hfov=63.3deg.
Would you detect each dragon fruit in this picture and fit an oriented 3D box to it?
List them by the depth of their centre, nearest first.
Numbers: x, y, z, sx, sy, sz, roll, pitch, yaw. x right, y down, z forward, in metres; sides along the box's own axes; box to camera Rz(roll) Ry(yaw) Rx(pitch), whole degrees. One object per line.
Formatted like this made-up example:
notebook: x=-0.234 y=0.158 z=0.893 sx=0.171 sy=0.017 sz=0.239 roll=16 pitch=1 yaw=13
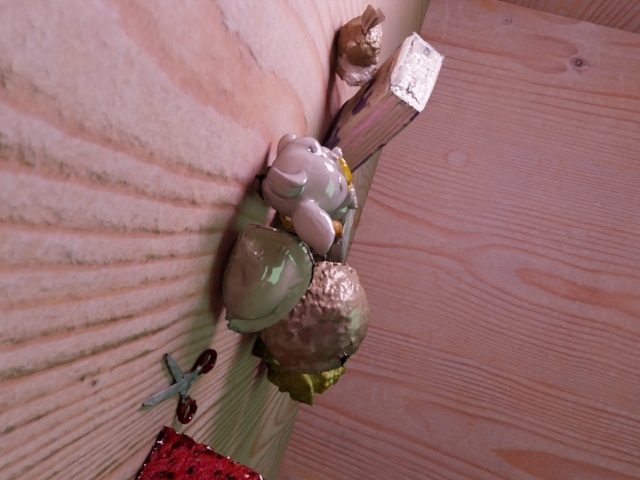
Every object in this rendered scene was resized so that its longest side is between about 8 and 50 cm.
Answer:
dragon fruit: x=-0.178 y=0.434 z=0.854 sx=0.302 sy=0.330 sz=0.240 roll=-41 pitch=126 yaw=-70

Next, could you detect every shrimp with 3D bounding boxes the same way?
shrimp: x=0.000 y=0.000 z=1.236 sx=0.150 sy=0.068 sz=0.249 roll=-34 pitch=169 yaw=21

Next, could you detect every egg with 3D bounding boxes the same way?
egg: x=-0.016 y=0.191 z=1.275 sx=0.310 sy=0.279 sz=0.279 roll=-42 pitch=-176 yaw=24

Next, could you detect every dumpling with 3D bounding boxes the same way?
dumpling: x=-0.095 y=0.071 z=0.954 sx=0.142 sy=0.172 sz=0.247 roll=-110 pitch=-151 yaw=-50

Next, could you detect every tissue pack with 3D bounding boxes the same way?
tissue pack: x=0.153 y=-0.345 z=1.349 sx=0.344 sy=0.125 sz=0.242 roll=-35 pitch=-155 yaw=53

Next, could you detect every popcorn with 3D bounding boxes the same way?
popcorn: x=-0.046 y=0.367 z=1.610 sx=0.282 sy=0.247 sz=0.282 roll=-47 pitch=158 yaw=-26

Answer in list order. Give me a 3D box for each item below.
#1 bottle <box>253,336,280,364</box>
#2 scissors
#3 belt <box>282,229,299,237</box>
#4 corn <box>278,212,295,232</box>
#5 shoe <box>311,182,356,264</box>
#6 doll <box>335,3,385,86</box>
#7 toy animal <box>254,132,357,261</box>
bottle: x=-0.099 y=0.194 z=1.440 sx=0.082 sy=0.082 sz=0.286 roll=75 pitch=33 yaw=-75
scissors: x=-0.237 y=0.246 z=0.892 sx=0.247 sy=0.017 sz=0.144 roll=77 pitch=32 yaw=-72
belt: x=-0.107 y=0.066 z=1.224 sx=0.071 sy=0.053 sz=0.232 roll=103 pitch=9 yaw=-46
corn: x=-0.037 y=-0.064 z=1.283 sx=0.293 sy=0.106 sz=0.106 roll=1 pitch=106 yaw=-77
shoe: x=0.051 y=-0.053 z=1.721 sx=0.210 sy=0.132 sz=0.342 roll=-53 pitch=156 yaw=-59
doll: x=0.091 y=-0.459 z=1.219 sx=0.221 sy=0.105 sz=0.115 roll=94 pitch=0 yaw=-65
toy animal: x=-0.020 y=-0.094 z=0.970 sx=0.208 sy=0.154 sz=0.325 roll=62 pitch=19 yaw=-23
